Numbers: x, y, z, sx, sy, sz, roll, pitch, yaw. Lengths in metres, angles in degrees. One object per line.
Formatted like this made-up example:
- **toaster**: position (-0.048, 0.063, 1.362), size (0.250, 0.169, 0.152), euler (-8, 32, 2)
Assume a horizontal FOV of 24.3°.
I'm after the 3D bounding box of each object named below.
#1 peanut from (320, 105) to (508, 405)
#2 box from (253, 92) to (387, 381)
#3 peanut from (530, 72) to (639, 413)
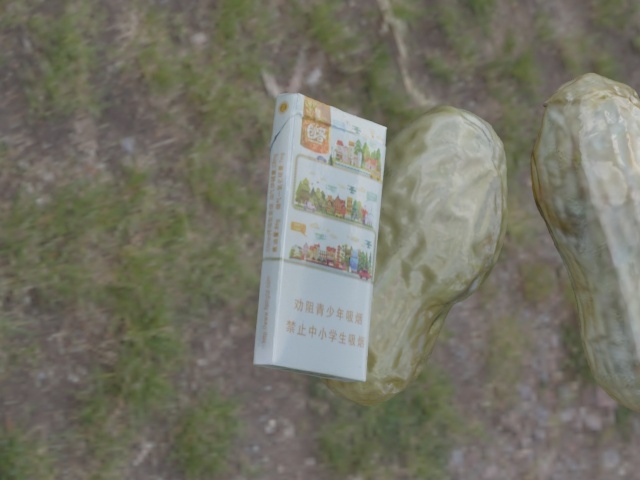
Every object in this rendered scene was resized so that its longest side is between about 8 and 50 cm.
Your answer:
- **peanut**: position (0.086, 0.021, 1.449), size (0.152, 0.152, 0.313), euler (18, 106, -41)
- **box**: position (0.001, 0.000, 1.220), size (0.122, 0.032, 0.220), euler (16, 76, -47)
- **peanut**: position (0.177, 0.005, 0.857), size (0.087, 0.087, 0.207), euler (-28, 104, -44)
